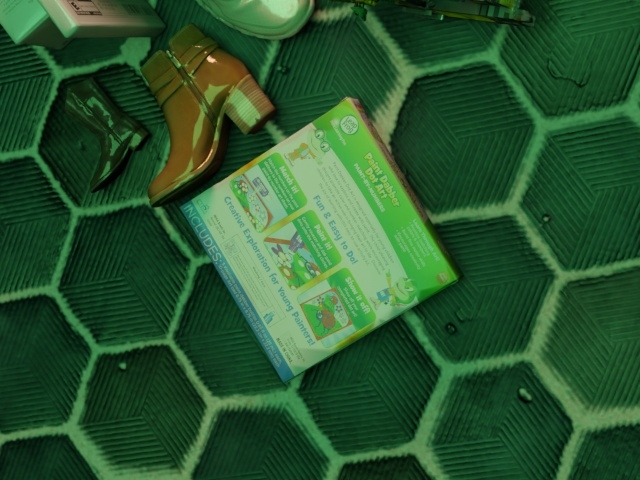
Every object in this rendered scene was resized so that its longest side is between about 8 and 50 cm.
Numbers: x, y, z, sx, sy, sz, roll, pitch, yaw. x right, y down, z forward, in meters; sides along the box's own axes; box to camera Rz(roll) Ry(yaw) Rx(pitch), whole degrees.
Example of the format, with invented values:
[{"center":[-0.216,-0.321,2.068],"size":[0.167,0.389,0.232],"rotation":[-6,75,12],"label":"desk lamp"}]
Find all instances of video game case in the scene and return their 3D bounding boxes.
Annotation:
[{"center":[-0.293,-0.318,1.719],"size":[0.026,0.227,0.206],"rotation":[-40,84,20],"label":"video game case"}]

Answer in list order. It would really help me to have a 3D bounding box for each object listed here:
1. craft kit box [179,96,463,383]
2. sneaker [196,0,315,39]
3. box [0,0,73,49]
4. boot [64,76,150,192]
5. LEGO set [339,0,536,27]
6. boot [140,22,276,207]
[{"center":[0.000,0.000,1.756],"size":[0.246,0.061,0.250],"rotation":[-31,86,17],"label":"craft kit box"},{"center":[-0.139,-0.333,1.738],"size":[0.292,0.118,0.110],"rotation":[35,99,8],"label":"sneaker"},{"center":[-0.354,-0.324,1.785],"size":[0.091,0.130,0.170],"rotation":[-39,85,13],"label":"box"},{"center":[-0.281,-0.131,1.826],"size":[0.114,0.037,0.106],"rotation":[41,89,5],"label":"boot"},{"center":[0.148,-0.369,1.588],"size":[0.192,0.255,0.331],"rotation":[14,85,40],"label":"LEGO set"},{"center":[-0.168,-0.149,1.781],"size":[0.197,0.073,0.152],"rotation":[-43,84,1],"label":"boot"}]
